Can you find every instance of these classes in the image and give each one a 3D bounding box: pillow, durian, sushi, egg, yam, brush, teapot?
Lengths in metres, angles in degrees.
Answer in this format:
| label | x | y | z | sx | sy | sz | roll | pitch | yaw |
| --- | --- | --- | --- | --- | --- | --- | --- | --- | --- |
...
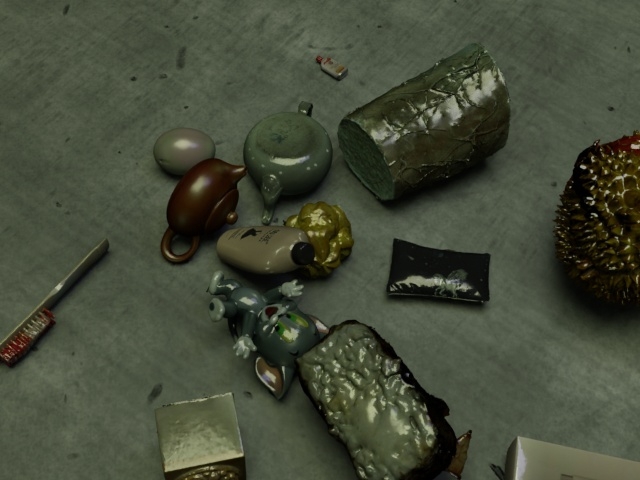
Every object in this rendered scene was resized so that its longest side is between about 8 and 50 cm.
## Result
| label | x | y | z | sx | sy | sz | roll | pitch | yaw |
| --- | --- | --- | --- | --- | --- | --- | --- | --- | --- |
| pillow | 0.243 | 0.066 | 1.851 | 0.208 | 0.055 | 0.141 | 8 | 51 | 3 |
| durian | 0.613 | -0.048 | 1.766 | 0.347 | 0.347 | 0.384 | 37 | 64 | 20 |
| sushi | 0.117 | 0.290 | 1.594 | 0.196 | 0.182 | 0.343 | -48 | 63 | 20 |
| egg | -0.296 | -0.194 | 1.975 | 0.135 | 0.103 | 0.103 | -3 | 57 | -6 |
| yam | 0.229 | -0.246 | 1.951 | 0.348 | 0.241 | 0.241 | -28 | 62 | -13 |
| brush | -0.522 | 0.123 | 1.794 | 0.050 | 0.060 | 0.321 | 36 | 63 | 6 |
| teapot | -0.239 | -0.059 | 1.861 | 0.135 | 0.178 | 0.252 | 33 | 95 | 12 |
| teapot | -0.070 | -0.183 | 1.964 | 0.193 | 0.129 | 0.294 | 16 | 56 | 9 |

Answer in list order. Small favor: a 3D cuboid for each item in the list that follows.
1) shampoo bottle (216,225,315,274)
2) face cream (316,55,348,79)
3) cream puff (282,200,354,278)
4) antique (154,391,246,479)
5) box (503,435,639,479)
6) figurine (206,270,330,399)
| label | x | y | z | sx | sy | sz | roll | pitch | yaw |
| --- | --- | --- | --- | --- | --- | --- | --- | --- | --- |
| shampoo bottle | -0.103 | 0.018 | 1.779 | 0.257 | 0.078 | 0.127 | 7 | 39 | 48 |
| face cream | 0.025 | -0.418 | 2.177 | 0.083 | 0.021 | 0.040 | 35 | 62 | 20 |
| cream puff | 0.000 | 0.001 | 1.847 | 0.156 | 0.121 | 0.156 | 4 | 58 | -6 |
| antique | -0.207 | 0.371 | 1.587 | 0.146 | 0.152 | 0.148 | -10 | 55 | -10 |
| box | 0.442 | 0.473 | 1.569 | 0.251 | 0.106 | 0.203 | 11 | 59 | 7 |
| figurine | -0.119 | 0.166 | 1.734 | 0.265 | 0.140 | 0.193 | 21 | 50 | 23 |
